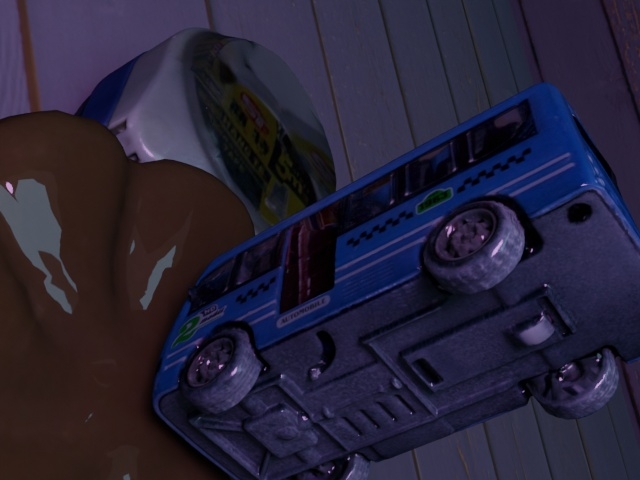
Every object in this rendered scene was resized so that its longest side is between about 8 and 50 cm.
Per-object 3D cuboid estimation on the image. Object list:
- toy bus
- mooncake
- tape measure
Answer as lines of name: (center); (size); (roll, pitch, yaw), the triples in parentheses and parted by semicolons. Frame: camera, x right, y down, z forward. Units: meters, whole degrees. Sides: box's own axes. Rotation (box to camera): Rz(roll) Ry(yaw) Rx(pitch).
toy bus: (0.040, 0.033, 0.432); (0.113, 0.246, 0.134); (48, 27, -30)
mooncake: (-0.154, 0.111, 0.493); (0.378, 0.200, 0.378); (39, 40, -43)
tape measure: (-0.091, -0.056, 0.773); (0.259, 0.138, 0.262); (52, 33, -33)
